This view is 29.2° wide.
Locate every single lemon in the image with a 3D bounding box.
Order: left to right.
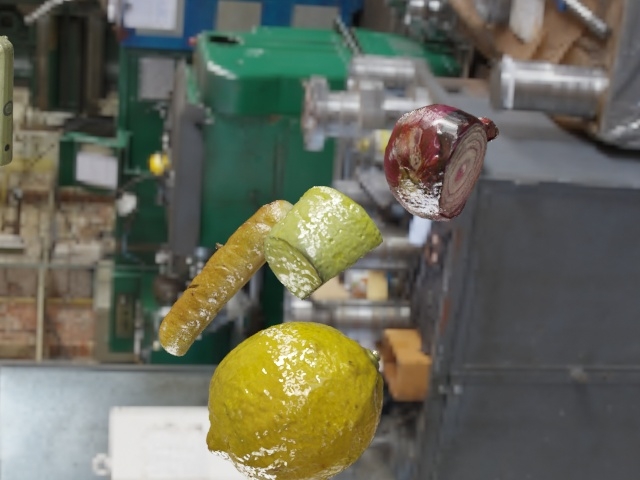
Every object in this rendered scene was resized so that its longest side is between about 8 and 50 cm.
[{"bbox_3d":[-0.029,0.193,1.450,0.192,0.231,0.192,62,180,0],"label":"lemon"}]

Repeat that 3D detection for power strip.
[{"bbox_3d":[-0.375,-0.154,1.367,0.028,0.076,0.169,-33,-40,-48],"label":"power strip"}]

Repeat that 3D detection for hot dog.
[{"bbox_3d":[-0.137,0.052,1.766,0.286,0.061,0.088,-50,24,11],"label":"hot dog"}]

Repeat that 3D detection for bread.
[{"bbox_3d":[0.000,0.000,1.496,0.111,0.114,0.129,45,153,4],"label":"bread"}]

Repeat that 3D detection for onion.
[{"bbox_3d":[0.198,-0.145,1.954,0.218,0.139,0.195,-44,-40,-35],"label":"onion"}]
